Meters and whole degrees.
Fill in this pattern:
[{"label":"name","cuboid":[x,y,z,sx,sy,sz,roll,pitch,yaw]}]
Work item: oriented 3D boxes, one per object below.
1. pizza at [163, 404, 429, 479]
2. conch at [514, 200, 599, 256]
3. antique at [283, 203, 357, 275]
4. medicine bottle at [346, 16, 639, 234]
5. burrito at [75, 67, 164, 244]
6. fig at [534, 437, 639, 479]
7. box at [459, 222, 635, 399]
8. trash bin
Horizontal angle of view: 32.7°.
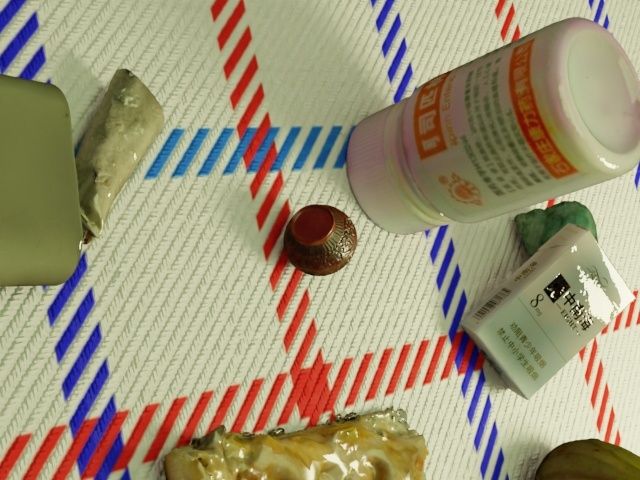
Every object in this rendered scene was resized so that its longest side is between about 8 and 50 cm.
[{"label":"pizza","cuboid":[0.009,0.410,1.344,0.435,0.080,0.391,1,77,-42]},{"label":"conch","cuboid":[0.413,0.020,1.823,0.188,0.122,0.176,63,2,1]},{"label":"antique","cuboid":[0.000,0.000,1.451,0.104,0.104,0.104,15,67,-40]},{"label":"medicine bottle","cuboid":[0.236,-0.144,1.517,0.219,0.388,0.219,14,68,-39]},{"label":"burrito","cuboid":[-0.247,-0.093,1.268,0.087,0.060,0.226,40,52,-27]},{"label":"fig","cuboid":[0.466,0.389,1.618,0.217,0.321,0.216,14,66,-35]},{"label":"box","cuboid":[0.355,0.109,1.696,0.243,0.067,0.155,-41,111,-8]},{"label":"trash bin","cuboid":[-0.375,-0.065,1.099,0.247,0.121,0.243,4,74,-46]}]
